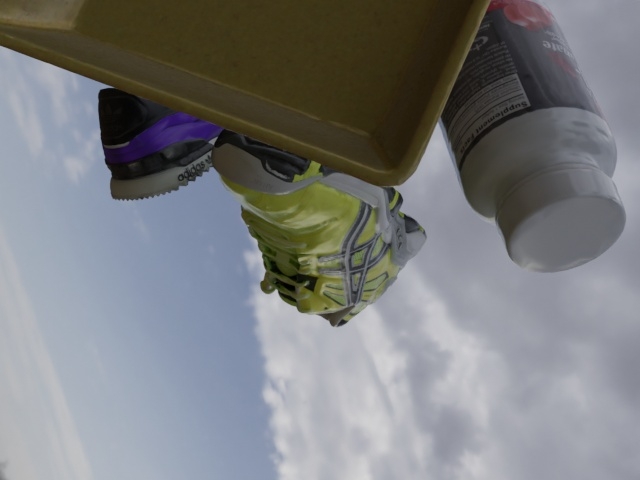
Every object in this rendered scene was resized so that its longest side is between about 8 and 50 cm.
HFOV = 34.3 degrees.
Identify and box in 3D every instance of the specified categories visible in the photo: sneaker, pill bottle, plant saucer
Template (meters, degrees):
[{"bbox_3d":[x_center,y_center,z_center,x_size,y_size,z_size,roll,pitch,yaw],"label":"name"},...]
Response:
[{"bbox_3d":[-0.133,-0.163,1.106,0.102,0.293,0.146,-2,-65,30],"label":"sneaker"},{"bbox_3d":[0.231,-0.125,1.185,0.176,0.176,0.318,103,-19,-49],"label":"pill bottle"},{"bbox_3d":[-0.026,-0.222,0.723,0.333,0.332,0.081,21,-12,15],"label":"plant saucer"},{"bbox_3d":[0.000,0.000,1.019,0.145,0.147,0.385,29,-3,28],"label":"sneaker"}]
